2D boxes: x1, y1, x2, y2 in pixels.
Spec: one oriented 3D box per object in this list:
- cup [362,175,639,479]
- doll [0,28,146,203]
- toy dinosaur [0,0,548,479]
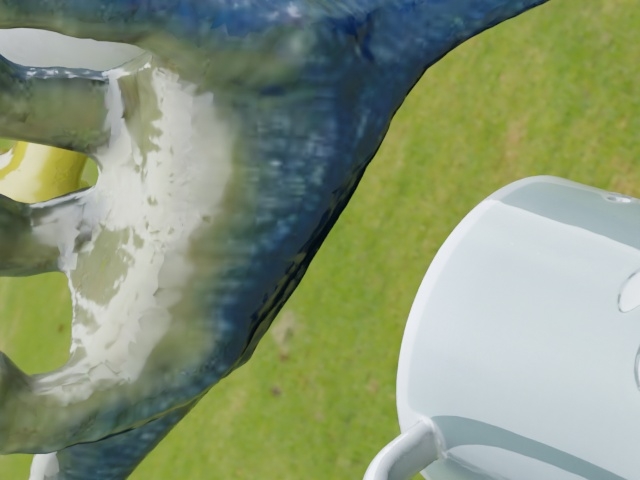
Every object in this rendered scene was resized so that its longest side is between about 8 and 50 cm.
[{"bbox_3d":[0.202,0.130,0.952,0.274,0.357,0.259,18,130,45],"label":"cup"},{"bbox_3d":[-0.065,-0.152,0.501,0.296,0.141,0.117,-64,7,-5],"label":"doll"},{"bbox_3d":[0.000,0.000,0.369,0.075,0.188,0.247,-144,58,-72],"label":"toy dinosaur"}]
